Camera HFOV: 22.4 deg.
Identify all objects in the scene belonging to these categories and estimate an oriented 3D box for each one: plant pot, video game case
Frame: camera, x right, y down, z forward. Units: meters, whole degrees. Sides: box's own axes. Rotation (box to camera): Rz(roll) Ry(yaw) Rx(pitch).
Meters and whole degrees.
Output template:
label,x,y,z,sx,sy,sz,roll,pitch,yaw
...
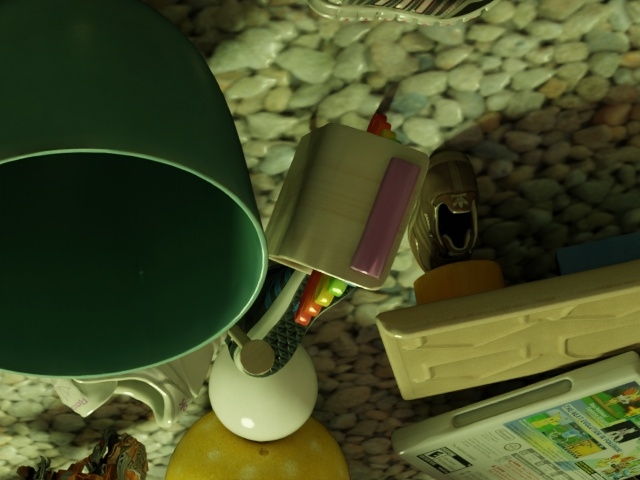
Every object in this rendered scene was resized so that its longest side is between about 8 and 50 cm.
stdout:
label,x,y,z,sx,sy,sz,roll,pitch,yaw
plant pot,-0.197,-0.065,1.314,0.293,0.235,0.293,-5,143,-4
video game case,0.283,0.237,1.916,0.300,0.036,0.329,-21,150,20

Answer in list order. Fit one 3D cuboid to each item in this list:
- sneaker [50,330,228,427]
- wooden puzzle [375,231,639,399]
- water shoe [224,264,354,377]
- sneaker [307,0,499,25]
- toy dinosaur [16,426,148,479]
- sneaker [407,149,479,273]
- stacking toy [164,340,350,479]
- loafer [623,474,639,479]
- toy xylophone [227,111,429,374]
label,x,y,z,sx,sy,sz,roll,pitch,yaw
sneaker,-0.239,0.072,1.518,0.305,0.152,0.114,25,156,-13
wooden puzzle,0.225,0.072,1.664,0.322,0.081,0.348,-12,164,4
water shoe,-0.028,0.043,1.628,0.203,0.080,0.073,-49,136,8
sneaker,0.073,-0.219,1.308,0.170,0.063,0.075,-2,148,-1
toy dinosaur,-0.333,0.338,1.813,0.322,0.218,0.164,-39,135,-30
sneaker,0.123,-0.004,1.591,0.066,0.071,0.188,-8,142,-1
stacking toy,-0.070,0.302,1.811,0.350,0.351,0.480,-2,127,-8
loafer,0.353,0.350,2.089,0.220,0.078,0.080,-27,139,22
toy xylophone,0.000,0.000,1.384,0.081,0.323,0.236,21,96,-7
